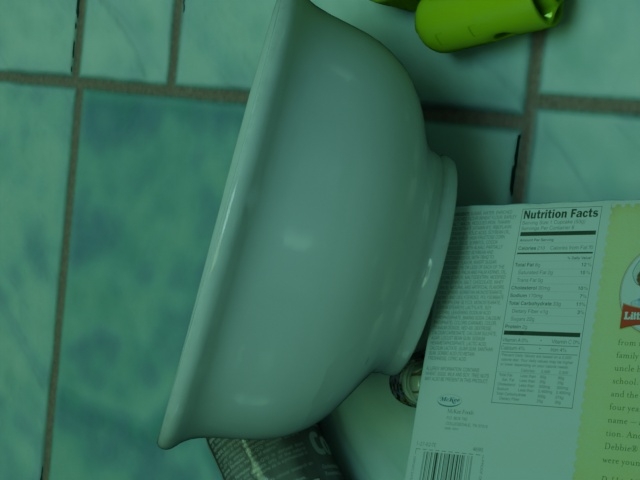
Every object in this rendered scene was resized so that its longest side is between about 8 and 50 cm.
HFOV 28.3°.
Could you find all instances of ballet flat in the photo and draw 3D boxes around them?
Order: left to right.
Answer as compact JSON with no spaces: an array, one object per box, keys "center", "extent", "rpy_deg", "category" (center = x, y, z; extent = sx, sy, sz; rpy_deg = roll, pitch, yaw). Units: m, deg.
[{"center":[0.082,0.089,0.813],"extent":[0.114,0.041,0.041],"rpy_deg":[-7,85,41],"category":"ballet flat"}]

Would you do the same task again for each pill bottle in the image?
[{"center":[-0.035,0.148,0.889],"extent":[0.078,0.078,0.137],"rpy_deg":[-42,64,33],"category":"pill bottle"}]

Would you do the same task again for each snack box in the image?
[{"center":[0.199,0.071,0.660],"extent":[0.322,0.060,0.187],"rpy_deg":[-1,71,40],"category":"snack box"}]

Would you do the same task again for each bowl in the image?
[{"center":[0.000,0.000,0.783],"extent":[0.134,0.298,0.297],"rpy_deg":[16,104,-5],"category":"bowl"}]

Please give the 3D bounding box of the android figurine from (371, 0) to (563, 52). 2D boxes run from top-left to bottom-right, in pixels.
[{"center":[0.091,-0.244,0.799],"extent":[0.273,0.056,0.248],"rpy_deg":[-5,86,39],"category":"android figurine"}]
